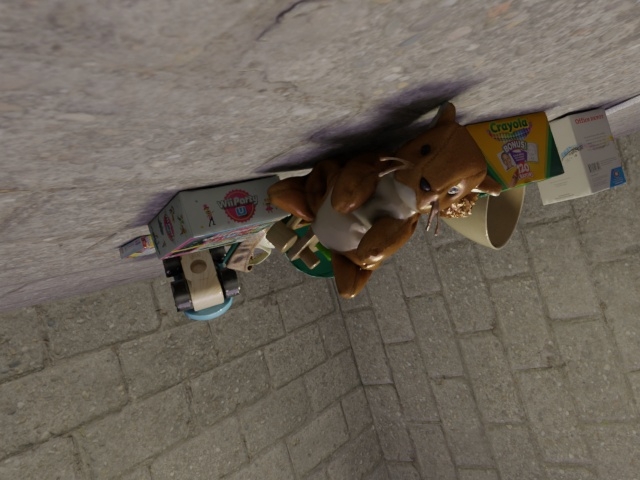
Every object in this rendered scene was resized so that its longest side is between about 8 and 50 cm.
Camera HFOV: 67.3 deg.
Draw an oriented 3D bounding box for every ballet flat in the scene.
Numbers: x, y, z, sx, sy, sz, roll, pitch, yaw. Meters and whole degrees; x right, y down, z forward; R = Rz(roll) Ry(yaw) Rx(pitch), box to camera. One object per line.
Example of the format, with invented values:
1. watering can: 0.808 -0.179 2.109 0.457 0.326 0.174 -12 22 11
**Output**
1. ballet flat: -0.175 -0.006 1.334 0.316 0.106 0.108 -49 -163 51

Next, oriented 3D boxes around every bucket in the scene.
1. bucket: 0.000 0.000 1.694 0.280 0.282 0.183 -16 179 -7

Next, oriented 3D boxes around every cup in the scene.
1. cup: 0.519 -0.154 1.632 0.236 0.332 0.331 14 -161 40

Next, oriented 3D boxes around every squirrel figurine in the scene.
1. squirrel figurine: 0.170 -0.116 0.961 0.370 0.281 0.397 -34 178 44

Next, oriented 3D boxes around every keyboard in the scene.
1. keyboard: 0.894 -0.401 1.480 0.072 0.014 0.256 -15 177 -28

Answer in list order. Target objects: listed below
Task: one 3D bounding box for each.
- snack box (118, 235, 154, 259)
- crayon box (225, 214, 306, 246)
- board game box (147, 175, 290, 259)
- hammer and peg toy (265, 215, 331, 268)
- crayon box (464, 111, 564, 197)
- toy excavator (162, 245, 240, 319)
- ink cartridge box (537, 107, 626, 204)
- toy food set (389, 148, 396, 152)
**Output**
1. snack box: -0.494 0.015 1.368 0.141 0.037 0.100 -19 178 42
2. crayon box: -0.165 -0.054 1.493 0.318 0.081 0.202 -17 178 28
3. board game box: -0.239 -0.045 1.087 0.223 0.098 0.303 -15 176 -32
4. hammer and peg toy: 0.026 -0.049 1.264 0.266 0.127 0.361 -46 170 20
5. crayon box: 0.449 -0.206 1.167 0.278 0.166 0.081 -16 177 -26
6. toy excavator: -0.466 0.143 1.835 0.222 0.433 0.445 -16 149 -18
7. ink cartridge box: 0.753 -0.248 1.432 0.171 0.233 0.168 -15 179 -26
8. toy food set: 0.223 -0.203 1.203 0.191 0.039 0.132 -15 177 -29
